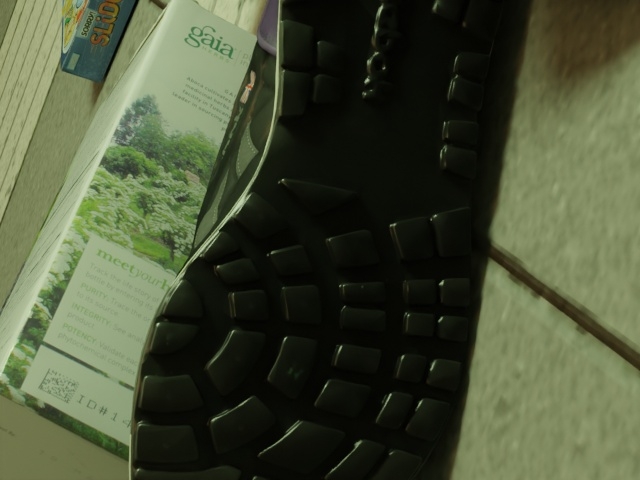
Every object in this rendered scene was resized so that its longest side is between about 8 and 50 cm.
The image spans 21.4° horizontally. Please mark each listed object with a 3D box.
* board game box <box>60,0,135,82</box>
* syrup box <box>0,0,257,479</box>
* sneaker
[{"bbox_3d":[-0.151,-0.240,1.303,0.136,0.035,0.201,-101,33,-53],"label":"board game box"},{"bbox_3d":[-0.072,0.014,0.719,0.096,0.093,0.237,-48,18,45],"label":"syrup box"},{"bbox_3d":[0.000,0.000,0.641,0.124,0.107,0.283,134,155,-73],"label":"sneaker"}]
